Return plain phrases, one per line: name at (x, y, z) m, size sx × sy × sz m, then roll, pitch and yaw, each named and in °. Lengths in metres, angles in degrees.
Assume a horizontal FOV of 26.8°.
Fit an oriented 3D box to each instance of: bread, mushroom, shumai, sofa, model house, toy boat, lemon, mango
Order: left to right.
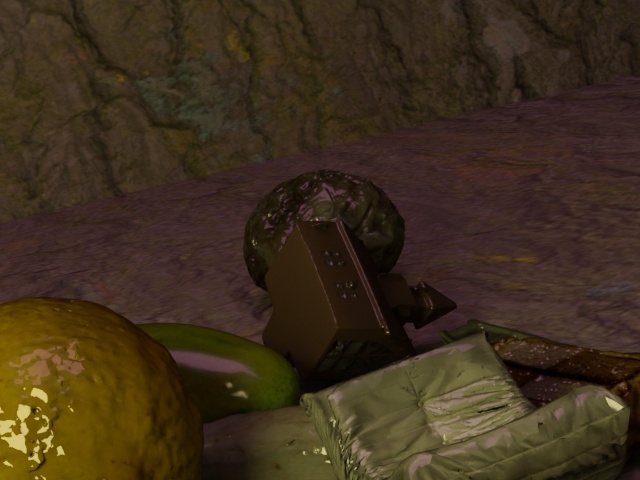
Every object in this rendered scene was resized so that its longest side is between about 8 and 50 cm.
lemon at (-0.247, 0.187, 1.264) m, size 0.268 × 0.268 × 0.322 m, roll -14°, pitch 20°, yaw -19°
mango at (-0.157, 0.170, 1.523) m, size 0.273 × 0.149 × 0.185 m, roll -1°, pitch 13°, yaw 2°
mushroom at (-0.053, 0.219, 1.384) m, size 0.333 × 0.087 × 0.107 m, roll -6°, pitch 23°, yaw 27°
shumai at (0.000, 0.000, 2.035) m, size 0.255 × 0.189 × 0.218 m, roll -14°, pitch 11°, yaw 6°
model house at (0.066, 0.096, 1.710) m, size 0.248 × 0.176 × 0.181 m, roll 3°, pitch 48°, yaw -32°
sofa at (0.121, 0.162, 1.156) m, size 0.210 × 0.176 × 0.225 m, roll -18°, pitch -13°, yaw -15°
toy boat at (0.255, 0.140, 1.552) m, size 0.093 × 0.055 × 0.293 m, roll -18°, pitch 15°, yaw -34°
bread at (0.227, 0.170, 1.361) m, size 0.222 × 0.096 × 0.181 m, roll 6°, pitch 20°, yaw 42°
